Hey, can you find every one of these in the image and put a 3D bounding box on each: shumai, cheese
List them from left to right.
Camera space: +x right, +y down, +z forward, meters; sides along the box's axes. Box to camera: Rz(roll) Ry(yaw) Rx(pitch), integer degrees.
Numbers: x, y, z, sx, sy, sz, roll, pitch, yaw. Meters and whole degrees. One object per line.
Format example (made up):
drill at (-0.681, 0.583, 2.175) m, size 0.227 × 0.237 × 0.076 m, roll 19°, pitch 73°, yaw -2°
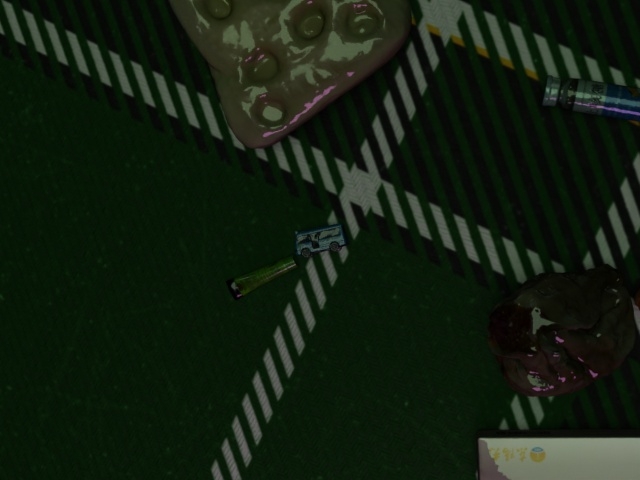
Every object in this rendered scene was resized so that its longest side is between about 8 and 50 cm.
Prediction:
cheese at (-0.043, -0.358, 1.517) m, size 0.328 × 0.129 × 0.351 m, roll -25°, pitch 91°, yaw 12°
shumai at (0.356, 0.138, 1.446) m, size 0.218 × 0.185 × 0.184 m, roll -17°, pitch 90°, yaw 10°

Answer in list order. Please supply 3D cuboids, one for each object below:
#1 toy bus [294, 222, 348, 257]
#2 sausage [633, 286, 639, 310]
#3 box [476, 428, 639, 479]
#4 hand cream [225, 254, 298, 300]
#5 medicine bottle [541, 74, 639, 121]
toy bus at (0.000, 0.000, 1.575) m, size 0.083 × 0.038 × 0.046 m, roll -12°, pitch 86°, yaw 9°
sausage at (0.550, 0.044, 1.465) m, size 0.076 × 0.076 × 0.197 m, roll 45°, pitch 98°, yaw 5°
box at (0.413, 0.389, 1.511) m, size 0.343 × 0.065 × 0.200 m, roll -2°, pitch 93°, yaw 10°
hand cream at (-0.093, 0.057, 1.602) m, size 0.122 × 0.023 × 0.036 m, roll -26°, pitch 100°, yaw 12°
medicine bottle at (0.430, -0.209, 1.483) m, size 0.191 × 0.051 × 0.051 m, roll 10°, pitch 95°, yaw 9°
